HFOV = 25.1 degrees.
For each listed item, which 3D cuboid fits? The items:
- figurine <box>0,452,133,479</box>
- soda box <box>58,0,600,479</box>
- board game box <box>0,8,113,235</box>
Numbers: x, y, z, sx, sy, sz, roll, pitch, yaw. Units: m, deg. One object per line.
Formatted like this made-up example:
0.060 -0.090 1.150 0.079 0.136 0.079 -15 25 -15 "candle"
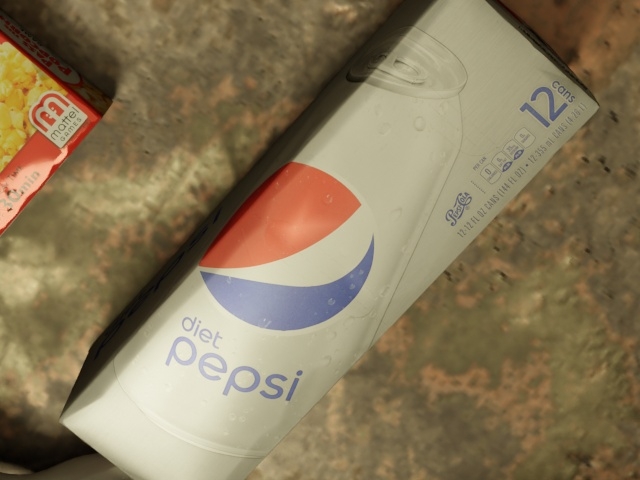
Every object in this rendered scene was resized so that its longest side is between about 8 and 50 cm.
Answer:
-0.199 0.190 0.766 0.209 0.092 0.215 12 107 -19 "figurine"
0.000 0.000 0.704 0.091 0.098 0.286 41 103 -11 "soda box"
-0.224 -0.074 0.707 0.193 0.045 0.147 40 103 -11 "board game box"
